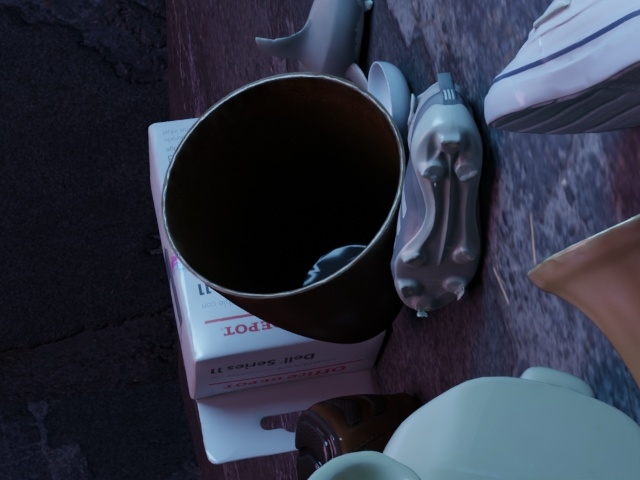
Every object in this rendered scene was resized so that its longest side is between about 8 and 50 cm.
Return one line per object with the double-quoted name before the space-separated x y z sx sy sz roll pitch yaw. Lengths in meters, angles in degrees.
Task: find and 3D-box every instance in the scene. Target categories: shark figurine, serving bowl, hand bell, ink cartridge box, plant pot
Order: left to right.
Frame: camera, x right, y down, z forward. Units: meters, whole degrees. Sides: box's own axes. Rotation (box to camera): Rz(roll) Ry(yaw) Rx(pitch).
"ink cartridge box" -0.055 0.040 1.578 0.119 0.207 0.354 103 156 -63
"shark figurine" -0.010 -0.229 1.440 0.166 0.116 0.278 -111 16 -44
"plant pot" 0.000 0.000 1.344 0.230 0.215 0.215 56 -163 -58
"serving bowl" 0.066 -0.120 1.339 0.083 0.027 0.083 173 90 -78
"hand bell" 0.201 0.103 0.704 0.126 0.126 0.242 126 123 -74

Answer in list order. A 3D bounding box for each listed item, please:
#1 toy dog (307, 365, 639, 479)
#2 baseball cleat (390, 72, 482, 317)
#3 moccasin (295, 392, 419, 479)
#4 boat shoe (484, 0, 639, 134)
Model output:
"toy dog" 0.066 0.305 0.901 0.395 0.284 0.408 -89 10 -58
"baseball cleat" 0.097 -0.040 1.187 0.109 0.072 0.206 -88 5 -46
"moccasin" 0.046 0.329 1.493 0.139 0.147 0.380 25 119 59
"boat shoe" 0.160 -0.110 0.808 0.226 0.083 0.076 164 111 -67
